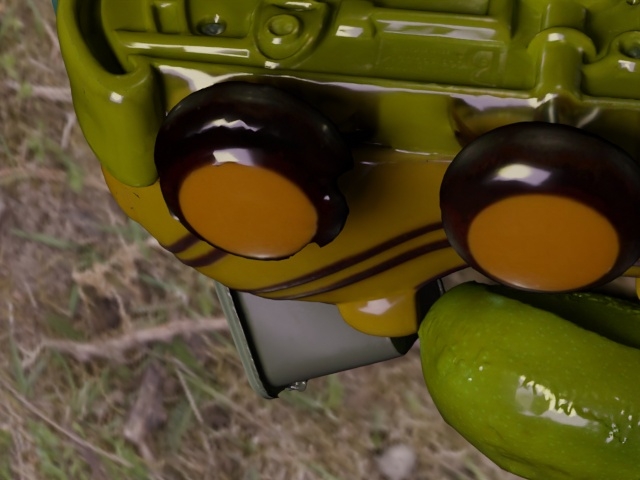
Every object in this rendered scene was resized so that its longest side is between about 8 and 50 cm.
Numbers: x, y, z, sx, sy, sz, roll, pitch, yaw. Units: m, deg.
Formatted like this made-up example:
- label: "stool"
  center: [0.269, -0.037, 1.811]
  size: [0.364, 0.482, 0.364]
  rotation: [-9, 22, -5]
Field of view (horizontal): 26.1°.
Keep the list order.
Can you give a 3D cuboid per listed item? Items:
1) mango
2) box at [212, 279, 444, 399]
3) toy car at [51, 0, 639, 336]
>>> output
- label: "mango"
  center: [0.113, 0.063, 0.530]
  size: [0.165, 0.091, 0.074]
  rotation: [19, 109, 27]
- label: "box"
  center: [0.000, 0.000, 0.585]
  size: [0.069, 0.084, 0.122]
  rotation: [-11, 105, 29]
- label: "toy car"
  center: [0.041, -0.050, 0.469]
  size: [0.248, 0.200, 0.142]
  rotation: [8, 140, 12]
